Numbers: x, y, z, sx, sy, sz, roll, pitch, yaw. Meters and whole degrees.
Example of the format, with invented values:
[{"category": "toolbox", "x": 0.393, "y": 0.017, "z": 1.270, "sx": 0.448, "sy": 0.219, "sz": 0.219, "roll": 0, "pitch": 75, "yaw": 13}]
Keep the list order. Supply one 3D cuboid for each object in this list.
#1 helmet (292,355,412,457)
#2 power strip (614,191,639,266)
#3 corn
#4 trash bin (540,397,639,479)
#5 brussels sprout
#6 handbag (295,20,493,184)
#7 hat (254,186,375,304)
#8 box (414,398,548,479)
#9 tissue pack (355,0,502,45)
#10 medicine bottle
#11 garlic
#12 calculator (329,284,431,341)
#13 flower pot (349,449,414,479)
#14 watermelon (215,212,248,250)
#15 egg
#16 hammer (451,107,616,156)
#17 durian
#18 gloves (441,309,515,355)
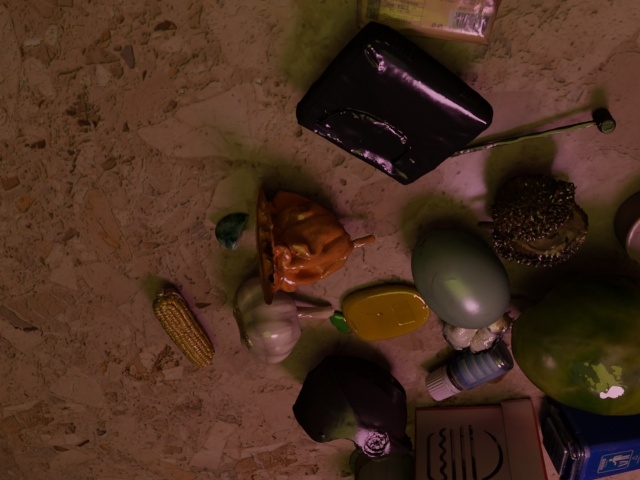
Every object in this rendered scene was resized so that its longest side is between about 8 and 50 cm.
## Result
[{"category": "helmet", "x": 0.095, "y": 0.370, "z": 1.369, "sx": 0.306, "sy": 0.225, "sz": 0.177, "roll": 12, "pitch": 96, "yaw": -11}, {"category": "power strip", "x": 0.644, "y": -0.024, "z": 1.095, "sx": 0.154, "sy": 0.078, "sz": 0.154, "roll": 4, "pitch": 121, "yaw": 6}, {"category": "corn", "x": -0.325, "y": 0.209, "z": 1.384, "sx": 0.080, "sy": 0.080, "sz": 0.238, "roll": -15, "pitch": 119, "yaw": 17}, {"category": "trash bin", "x": 0.661, "y": 0.465, "z": 1.383, "sx": 0.235, "sy": 0.184, "sz": 0.162, "roll": -7, "pitch": 124, "yaw": -1}, {"category": "brussels sprout", "x": 0.545, "y": 0.184, "z": 1.133, "sx": 0.344, "sy": 0.344, "sz": 0.268, "roll": -5, "pitch": 113, "yaw": 11}, {"category": "handbag", "x": 0.121, "y": -0.222, "z": 0.993, "sx": 0.275, "sy": 0.088, "sz": 0.244, "roll": 25, "pitch": 142, "yaw": -23}, {"category": "hat", "x": 0.000, "y": 0.000, "z": 1.141, "sx": 0.233, "sy": 0.233, "sz": 0.244, "roll": -4, "pitch": 168, "yaw": -13}, {"category": "box", "x": 0.395, "y": 0.614, "z": 1.422, "sx": 0.300, "sy": 0.314, "sz": 0.312, "roll": -6, "pitch": 123, "yaw": 14}, {"category": "tissue pack", "x": 0.170, "y": -0.405, "z": 0.896, "sx": 0.222, "sy": 0.090, "sz": 0.186, "roll": 8, "pitch": 128, "yaw": 4}, {"category": "medicine bottle", "x": 0.342, "y": 0.304, "z": 1.355, "sx": 0.203, "sy": 0.083, "sz": 0.083, "roll": -37, "pitch": 112, "yaw": 26}, {"category": "garlic", "x": -0.072, "y": 0.163, "z": 1.287, "sx": 0.226, "sy": 0.199, "sz": 0.199, "roll": -10, "pitch": 127, "yaw": -19}, {"category": "calculator", "x": 0.133, "y": 0.168, "z": 1.322, "sx": 0.235, "sy": 0.032, "sz": 0.146, "roll": -18, "pitch": 119, "yaw": 20}, {"category": "flower pot", "x": 0.170, "y": 0.688, "z": 1.573, "sx": 0.212, "sy": 0.202, "sz": 0.212, "roll": 6, "pitch": 125, "yaw": 8}, {"category": "watermelon", "x": -0.182, "y": -0.012, "z": 1.231, "sx": 0.085, "sy": 0.085, "sz": 0.061, "roll": -20, "pitch": 154, "yaw": 19}, {"category": "egg", "x": 0.277, "y": 0.076, "z": 1.158, "sx": 0.168, "sy": 0.168, "sz": 0.231, "roll": -35, "pitch": 107, "yaw": 26}, {"category": "hammer", "x": 0.367, "y": -0.184, "z": 1.048, "sx": 0.292, "sy": 0.058, "sz": 0.029, "roll": -10, "pitch": 117, "yaw": 20}, {"category": "durian", "x": 0.387, "y": -0.035, "z": 1.079, "sx": 0.196, "sy": 0.167, "sz": 0.196, "roll": 14, "pitch": 129, "yaw": 19}, {"category": "gloves", "x": 0.345, "y": 0.192, "z": 1.283, "sx": 0.114, "sy": 0.070, "sz": 0.153, "roll": 41, "pitch": 120, "yaw": -3}]
